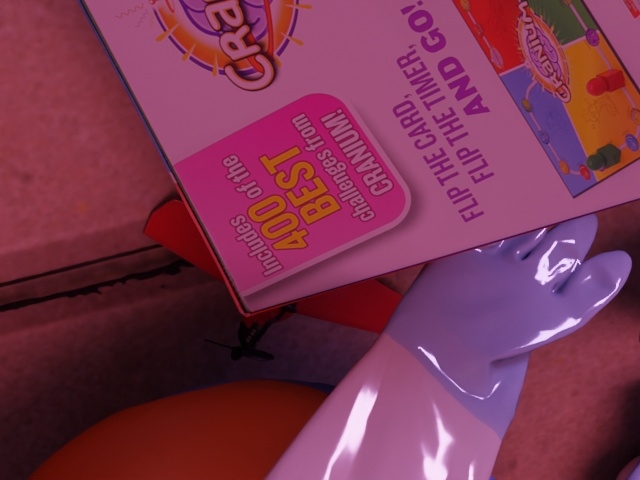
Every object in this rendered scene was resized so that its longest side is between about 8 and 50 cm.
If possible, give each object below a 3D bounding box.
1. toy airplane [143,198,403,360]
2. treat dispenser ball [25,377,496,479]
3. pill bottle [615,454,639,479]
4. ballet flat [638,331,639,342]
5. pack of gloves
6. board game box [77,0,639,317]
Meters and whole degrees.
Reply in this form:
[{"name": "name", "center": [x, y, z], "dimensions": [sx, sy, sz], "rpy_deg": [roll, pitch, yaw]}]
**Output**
[{"name": "toy airplane", "center": [0.000, 0.000, 0.732], "dimensions": [0.151, 0.028, 0.151], "rpy_deg": [-9, 123, -15]}, {"name": "treat dispenser ball", "center": [-0.028, 0.204, 0.689], "dimensions": [0.288, 0.288, 0.288], "rpy_deg": [-10, 124, -15]}, {"name": "pill bottle", "center": [0.212, 0.193, 0.882], "dimensions": [0.119, 0.119, 0.208], "rpy_deg": [-2, 121, -21]}, {"name": "ballet flat", "center": [0.341, 0.016, 0.836], "dimensions": [0.409, 0.147, 0.147], "rpy_deg": [2, 120, -26]}, {"name": "pack of gloves", "center": [0.102, 0.091, 0.647], "dimensions": [0.195, 0.232, 0.046], "rpy_deg": [40, 140, 0]}, {"name": "board game box", "center": [0.069, -0.119, 0.583], "dimensions": [0.316, 0.064, 0.242], "rpy_deg": [-16, 123, 14]}]
